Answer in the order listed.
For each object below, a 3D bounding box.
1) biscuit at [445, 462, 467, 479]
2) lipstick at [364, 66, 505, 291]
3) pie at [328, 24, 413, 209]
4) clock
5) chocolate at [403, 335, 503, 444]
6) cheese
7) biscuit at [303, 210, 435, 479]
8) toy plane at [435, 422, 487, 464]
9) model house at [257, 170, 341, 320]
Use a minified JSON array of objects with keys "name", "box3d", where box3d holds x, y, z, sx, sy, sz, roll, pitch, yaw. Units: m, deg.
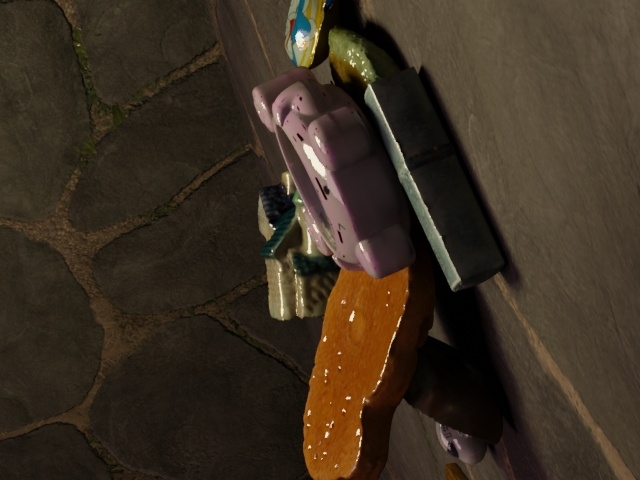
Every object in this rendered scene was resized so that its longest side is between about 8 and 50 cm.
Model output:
[{"name":"biscuit","box3d":[0.294,0.549,2.396,0.182,0.034,0.215,77,169,-49]},{"name":"lipstick","box3d":[0.146,-0.076,1.584,0.077,0.076,0.289,105,144,-75]},{"name":"pie","box3d":[0.084,-0.178,1.789,0.302,0.067,0.302,159,90,-82]},{"name":"clock","box3d":[0.024,-0.093,1.770,0.295,0.113,0.322,67,172,-21]},{"name":"chocolate","box3d":[0.191,0.204,1.895,0.080,0.157,0.254,-63,21,13]},{"name":"cheese","box3d":[-0.002,-0.347,1.855,0.270,0.069,0.177,129,149,-68]},{"name":"biscuit","box3d":[0.073,0.158,1.900,0.350,0.078,0.455,-149,75,-68]},{"name":"toy plane","box3d":[0.221,0.293,2.053,0.174,0.080,0.174,157,90,-82]},{"name":"model house","box3d":[-0.002,0.001,2.313,0.298,0.243,0.284,176,81,-78]}]
